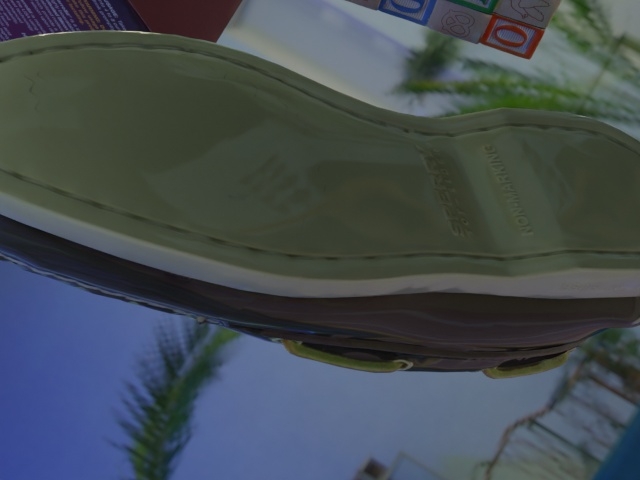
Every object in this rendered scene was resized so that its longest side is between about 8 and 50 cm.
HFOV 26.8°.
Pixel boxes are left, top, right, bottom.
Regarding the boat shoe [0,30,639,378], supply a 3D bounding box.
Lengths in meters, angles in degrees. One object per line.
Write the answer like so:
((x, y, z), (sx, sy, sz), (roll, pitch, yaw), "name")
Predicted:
((0.000, 0.000, 0.371), (0.069, 0.227, 0.081), (-56, 37, 43), "boat shoe")

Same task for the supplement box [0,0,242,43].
((-0.146, -0.161, 0.827), (0.104, 0.188, 0.081), (-61, -39, -27), "supplement box")

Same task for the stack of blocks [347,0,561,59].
((0.118, -0.264, 0.935), (0.297, 0.171, 0.087), (109, 179, -63), "stack of blocks")
